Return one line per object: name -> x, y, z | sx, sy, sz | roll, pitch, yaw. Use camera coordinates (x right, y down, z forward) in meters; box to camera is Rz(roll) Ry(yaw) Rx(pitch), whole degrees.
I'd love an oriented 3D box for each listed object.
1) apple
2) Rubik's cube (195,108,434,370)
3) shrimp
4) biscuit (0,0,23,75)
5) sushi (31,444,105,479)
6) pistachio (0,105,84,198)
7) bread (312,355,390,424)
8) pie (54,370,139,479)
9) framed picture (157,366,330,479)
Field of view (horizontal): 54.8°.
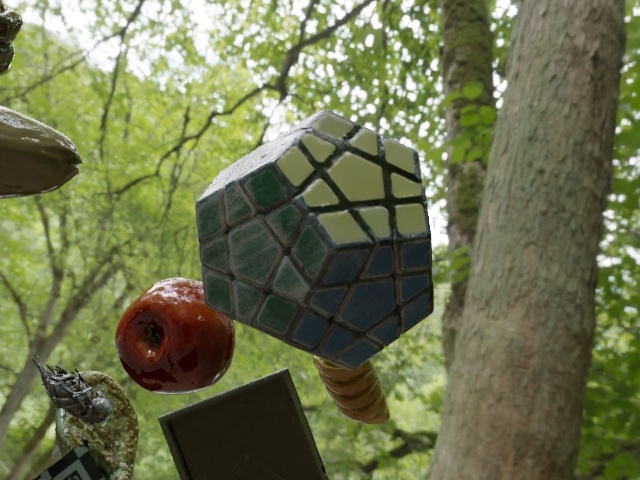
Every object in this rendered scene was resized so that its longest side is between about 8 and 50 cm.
apple -> -0.315, 0.215, 1.350 | 0.260, 0.260, 0.216 | 11, -8, 19
Rubik's cube -> 0.000, 0.000, 0.766 | 0.319, 0.319, 0.264 | 30, 15, -40
shrimp -> -0.426, 0.252, 1.047 | 0.165, 0.065, 0.056 | 48, 18, -16
biscuit -> -0.487, -0.236, 0.560 | 0.366, 0.115, 0.268 | 26, 24, 19
sushi -> -0.512, 0.642, 1.170 | 0.064, 0.343, 0.359 | -26, -85, 39
pistachio -> -0.371, -0.099, 0.709 | 0.185, 0.108, 0.126 | 10, -4, -11
bread -> 0.064, 0.343, 1.602 | 0.173, 0.121, 0.311 | 24, -36, 56
pie -> -0.500, 0.435, 1.408 | 0.067, 0.302, 0.302 | -26, -26, 8
framed picture -> -0.113, 0.422, 1.087 | 0.247, 0.335, 0.022 | -21, 0, -2
